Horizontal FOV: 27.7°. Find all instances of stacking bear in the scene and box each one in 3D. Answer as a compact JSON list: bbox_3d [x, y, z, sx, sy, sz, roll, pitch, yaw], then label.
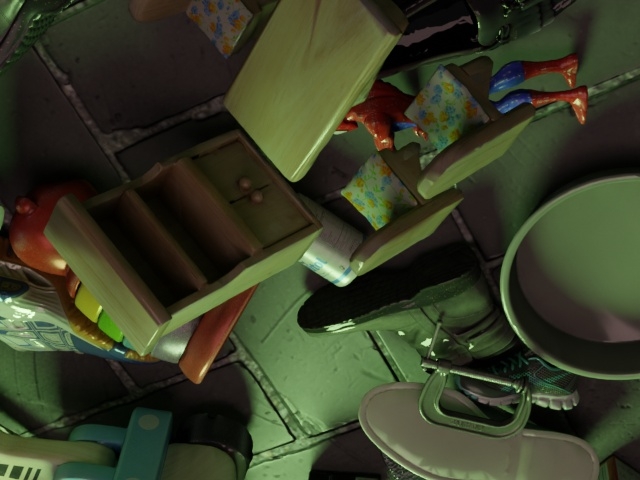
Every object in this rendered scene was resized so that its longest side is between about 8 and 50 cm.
[{"bbox_3d":[-0.227,0.029,1.517,0.289,0.164,0.175,30,166,-1],"label":"stacking bear"}]

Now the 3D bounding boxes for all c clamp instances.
[{"bbox_3d":[0.188,0.179,1.568,0.161,0.022,0.137,19,113,-11],"label":"c clamp"}]

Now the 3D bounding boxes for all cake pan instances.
[{"bbox_3d":[0.358,0.036,1.528,0.293,0.054,0.293,2,123,4],"label":"cake pan"}]

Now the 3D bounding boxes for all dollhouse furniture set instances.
[{"bbox_3d":[-0.073,-0.101,1.271,0.362,0.256,0.394,49,137,12],"label":"dollhouse furniture set"}]

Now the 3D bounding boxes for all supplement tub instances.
[{"bbox_3d":[0.000,0.000,1.528,0.107,0.071,0.071,32,120,-15],"label":"supplement tub"}]

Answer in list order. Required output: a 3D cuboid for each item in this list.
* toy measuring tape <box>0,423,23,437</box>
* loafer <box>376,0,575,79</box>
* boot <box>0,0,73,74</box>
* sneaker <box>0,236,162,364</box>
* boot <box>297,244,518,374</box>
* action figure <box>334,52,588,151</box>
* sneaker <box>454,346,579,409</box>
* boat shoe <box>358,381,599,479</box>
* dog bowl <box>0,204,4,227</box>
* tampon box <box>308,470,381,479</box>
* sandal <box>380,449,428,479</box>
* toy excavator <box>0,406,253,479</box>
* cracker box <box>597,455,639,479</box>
[{"bbox_3d":[-0.477,0.269,1.718,0.121,0.121,0.330,-36,116,25],"label":"toy measuring tape"},{"bbox_3d":[0.145,-0.228,1.350,0.302,0.095,0.109,-17,120,16],"label":"loafer"},{"bbox_3d":[-0.376,-0.294,1.363,0.338,0.118,0.223,-39,104,21],"label":"boot"},{"bbox_3d":[-0.327,0.089,1.612,0.296,0.112,0.131,23,140,-8],"label":"sneaker"},{"bbox_3d":[0.108,0.111,1.589,0.246,0.083,0.161,-17,126,17],"label":"boot"},{"bbox_3d":[0.142,-0.121,1.420,0.280,0.091,0.139,-5,137,0],"label":"action figure"},{"bbox_3d":[0.249,0.163,1.619,0.166,0.065,0.076,4,112,-15],"label":"sneaker"},{"bbox_3d":[0.192,0.258,1.655,0.319,0.099,0.116,16,84,-9],"label":"boat shoe"},{"bbox_3d":[-0.506,-0.100,1.408,0.349,0.102,0.348,22,133,26],"label":"dog bowl"},{"bbox_3d":[0.028,0.414,1.766,0.101,0.120,0.161,3,124,4],"label":"tampon box"},{"bbox_3d":[0.158,0.349,1.760,0.097,0.054,0.254,-18,110,8],"label":"sandal"},{"bbox_3d":[-0.316,0.309,1.642,0.445,0.222,0.433,6,129,0],"label":"toy excavator"},{"bbox_3d":[0.427,0.410,1.759,0.232,0.067,0.156,36,120,-16],"label":"cracker box"}]
